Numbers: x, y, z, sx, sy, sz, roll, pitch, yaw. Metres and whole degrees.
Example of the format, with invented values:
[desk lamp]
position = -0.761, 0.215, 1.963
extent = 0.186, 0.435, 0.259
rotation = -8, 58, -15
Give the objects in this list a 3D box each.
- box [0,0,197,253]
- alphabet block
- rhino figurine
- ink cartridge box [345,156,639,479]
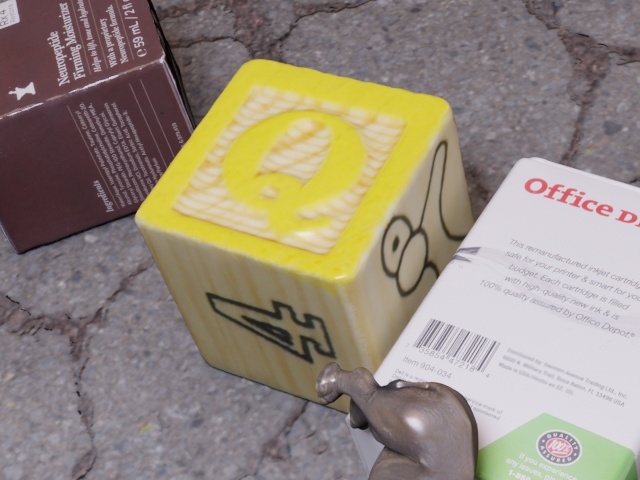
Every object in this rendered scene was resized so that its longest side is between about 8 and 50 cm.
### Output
[box]
position = -0.230, -0.126, 1.270
extent = 0.203, 0.167, 0.168
rotation = -20, 48, -2
[alphabet block]
position = 0.000, 0.000, 1.081
extent = 0.193, 0.197, 0.192
rotation = 14, 55, 25
[rhino figurine]
position = 0.058, 0.201, 0.897
extent = 0.106, 0.243, 0.073
rotation = 3, 11, 35
[ink cartridge box]
position = 0.178, 0.090, 1.010
extent = 0.198, 0.115, 0.273
rotation = 21, 59, 29
